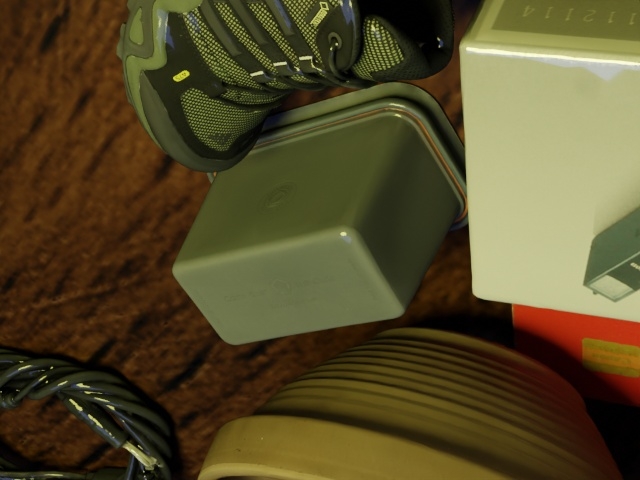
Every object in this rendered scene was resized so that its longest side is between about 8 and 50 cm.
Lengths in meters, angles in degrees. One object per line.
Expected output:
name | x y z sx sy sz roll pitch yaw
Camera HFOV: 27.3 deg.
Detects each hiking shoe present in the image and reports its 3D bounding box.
hiking shoe | -0.008 -0.088 0.527 0.114 0.086 0.227 48 141 18

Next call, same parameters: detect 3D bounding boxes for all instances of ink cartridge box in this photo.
ink cartridge box | 0.215 0.021 0.565 0.296 0.066 0.261 8 133 20

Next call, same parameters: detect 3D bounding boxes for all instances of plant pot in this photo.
plant pot | 0.066 0.118 0.675 0.237 0.109 0.237 18 159 8

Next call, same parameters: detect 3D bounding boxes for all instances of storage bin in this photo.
storage bin | 0.000 0.000 0.630 0.135 0.091 0.098 -12 126 35

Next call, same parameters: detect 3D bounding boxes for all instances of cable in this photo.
cable | -0.187 0.134 0.885 0.185 0.047 0.150 7 134 20
